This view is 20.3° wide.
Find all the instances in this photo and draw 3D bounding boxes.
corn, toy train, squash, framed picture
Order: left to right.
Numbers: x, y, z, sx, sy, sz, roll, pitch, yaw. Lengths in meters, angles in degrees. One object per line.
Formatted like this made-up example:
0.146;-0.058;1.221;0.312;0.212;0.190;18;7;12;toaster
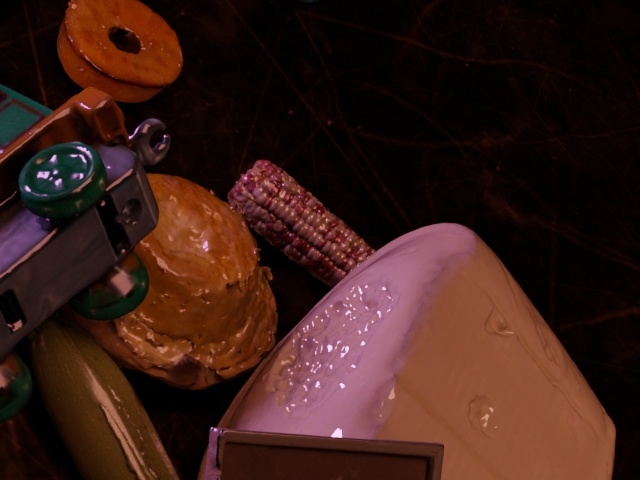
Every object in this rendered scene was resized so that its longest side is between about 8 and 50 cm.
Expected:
-0.327;0.003;1.684;0.249;0.178;0.429;30;60;37;toy train
-0.207;0.183;1.738;0.094;0.094;0.341;-19;69;-43;squash
-0.009;0.305;1.477;0.211;0.020;0.289;7;89;-24;framed picture
0.000;0.000;2.041;0.237;0.079;0.079;38;43;-5;corn

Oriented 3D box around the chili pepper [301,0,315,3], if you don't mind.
-0.056;-0.407;2.334;0.098;0.061;0.224;-20;69;-38;chili pepper

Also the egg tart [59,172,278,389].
-0.158;0.021;1.865;0.295;0.116;0.294;24;40;-23;egg tart

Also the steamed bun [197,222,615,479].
0.081;0.245;1.738;0.371;0.290;0.456;51;44;-20;steamed bun

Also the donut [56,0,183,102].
-0.236;-0.220;2.059;0.152;0.058;0.152;20;48;-23;donut
